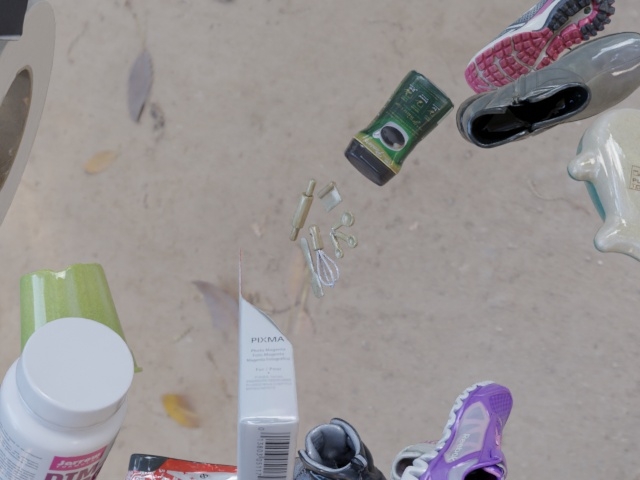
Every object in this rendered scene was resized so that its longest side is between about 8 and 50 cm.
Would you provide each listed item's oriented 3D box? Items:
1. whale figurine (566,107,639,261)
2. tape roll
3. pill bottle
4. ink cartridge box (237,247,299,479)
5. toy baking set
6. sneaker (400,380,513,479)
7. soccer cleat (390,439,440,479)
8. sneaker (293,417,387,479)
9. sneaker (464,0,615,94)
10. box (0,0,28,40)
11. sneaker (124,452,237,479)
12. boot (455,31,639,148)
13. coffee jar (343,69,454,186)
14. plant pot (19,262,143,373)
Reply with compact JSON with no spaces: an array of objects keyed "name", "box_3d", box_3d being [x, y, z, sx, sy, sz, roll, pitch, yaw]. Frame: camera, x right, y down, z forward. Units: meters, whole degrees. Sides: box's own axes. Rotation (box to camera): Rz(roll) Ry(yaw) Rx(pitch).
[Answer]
[{"name":"whale figurine","box_3d":[0.506,-0.084,1.596,0.141,0.216,0.272,116,166,-66]},{"name":"tape roll","box_3d":[-0.452,-0.146,1.279,0.392,0.072,0.392,-162,90,-83]},{"name":"pill bottle","box_3d":[-0.342,0.234,1.236,0.283,0.160,0.160,-59,46,43]},{"name":"ink cartridge box","box_3d":[-0.056,0.149,0.928,0.232,0.066,0.189,-89,3,-51]},{"name":"toy baking set","box_3d":[-0.003,-0.005,2.093,0.197,0.030,0.256,51,131,35]},{"name":"sneaker","box_3d":[0.203,0.279,1.237,0.104,0.236,0.095,1,125,41]},{"name":"soccer cleat","box_3d":[0.167,0.373,1.559,0.116,0.143,0.331,-67,11,-11]},{"name":"sneaker","box_3d":[0.005,0.323,1.369,0.101,0.153,0.268,-39,26,-30]},{"name":"sneaker","box_3d":[0.405,-0.374,1.786,0.299,0.121,0.112,-33,26,10]},{"name":"box","box_3d":[-0.425,-0.427,0.910,0.293,0.212,0.396,29,115,22]},{"name":"sneaker","box_3d":[-0.203,0.453,1.629,0.090,0.270,0.145,133,146,-71]},{"name":"boot","box_3d":[0.270,-0.156,1.045,0.246,0.161,0.083,-23,99,3]},{"name":"coffee jar","box_3d":[0.125,-0.180,1.554,0.096,0.079,0.184,41,93,-4]},{"name":"plant pot","box_3d":[-0.543,0.187,2.071,0.276,0.276,0.254,-14,84,38]}]
